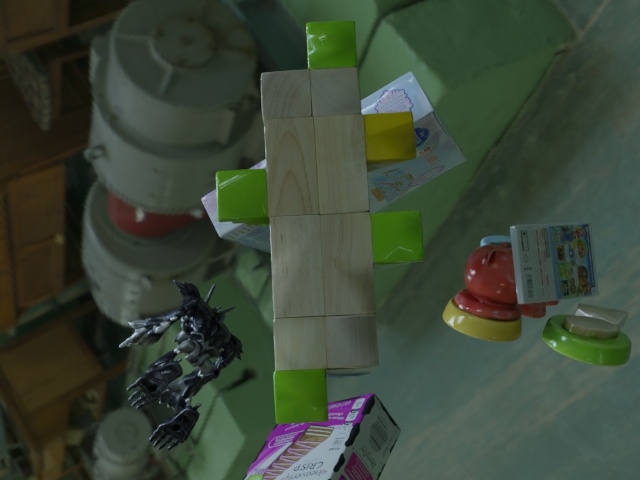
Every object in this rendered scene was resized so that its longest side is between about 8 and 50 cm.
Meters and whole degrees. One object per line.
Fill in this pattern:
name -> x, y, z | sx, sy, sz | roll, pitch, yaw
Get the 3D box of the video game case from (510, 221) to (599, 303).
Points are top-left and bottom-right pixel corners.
video game case -> 0.266, 0.024, 1.103 | 0.011, 0.122, 0.087 | -11, 83, 57

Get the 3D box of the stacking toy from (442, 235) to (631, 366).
stacking toy -> 0.358, 0.069, 1.522 | 0.279, 0.309, 0.130 | 15, 107, 15

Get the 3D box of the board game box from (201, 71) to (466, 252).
board game box -> 0.034, -0.089, 1.369 | 0.066, 0.318, 0.318 | 63, -170, 13

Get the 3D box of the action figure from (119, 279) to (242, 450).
action figure -> -0.205, 0.166, 1.402 | 0.164, 0.141, 0.276 | 58, -160, -18

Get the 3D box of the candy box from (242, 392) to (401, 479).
candy box -> -0.020, 0.294, 1.155 | 0.159, 0.233, 0.071 | -20, 115, 37

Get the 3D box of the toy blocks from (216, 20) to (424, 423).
toy blocks -> 0.000, 0.000, 1.038 | 0.261, 0.190, 0.382 | 87, 180, -79
